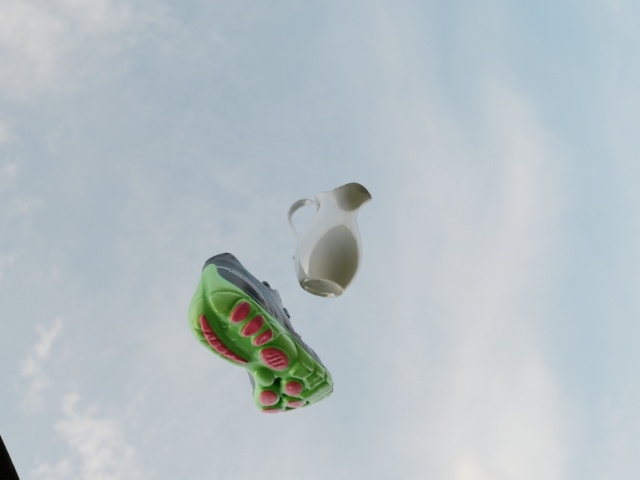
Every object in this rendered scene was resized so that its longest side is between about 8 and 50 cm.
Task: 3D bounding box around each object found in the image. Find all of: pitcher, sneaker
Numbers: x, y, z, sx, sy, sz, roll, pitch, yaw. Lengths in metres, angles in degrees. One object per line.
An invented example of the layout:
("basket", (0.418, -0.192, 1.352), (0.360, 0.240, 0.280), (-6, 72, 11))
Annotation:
("pitcher", (0.000, 0.000, 1.198), (0.125, 0.177, 0.207), (47, -134, -46))
("sneaker", (-0.101, 0.198, 1.289), (0.185, 0.202, 0.483), (-17, -45, 9))

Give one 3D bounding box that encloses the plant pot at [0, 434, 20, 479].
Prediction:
("plant pot", (-0.675, 0.367, 1.115), (0.167, 0.187, 0.188), (-30, -50, -35))
